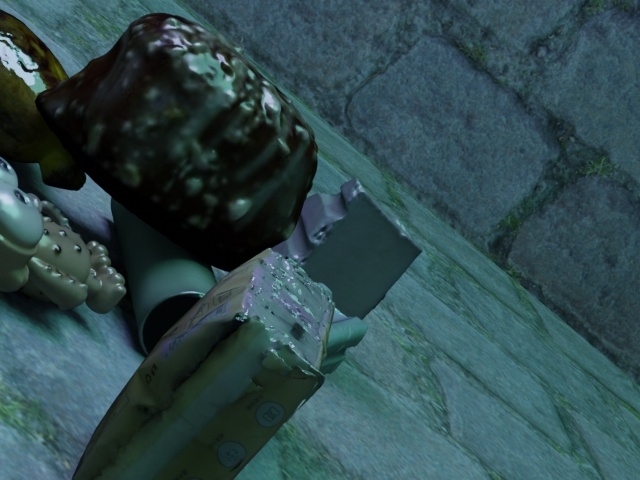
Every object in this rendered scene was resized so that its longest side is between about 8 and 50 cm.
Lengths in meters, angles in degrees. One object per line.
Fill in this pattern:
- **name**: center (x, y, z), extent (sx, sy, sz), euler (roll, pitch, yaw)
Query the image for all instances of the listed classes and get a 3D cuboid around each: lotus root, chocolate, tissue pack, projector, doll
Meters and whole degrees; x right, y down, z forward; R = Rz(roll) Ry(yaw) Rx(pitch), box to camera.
- **lotus root**: center (-0.392, -0.190, 1.676), extent (0.314, 0.141, 0.169), euler (48, 17, 4)
- **chocolate**: center (-0.142, -0.133, 1.596), extent (0.340, 0.210, 0.225), euler (37, 12, -24)
- **tissue pack**: center (-0.109, 0.141, 1.184), extent (0.123, 0.257, 0.215), euler (44, 14, -7)
- **projector**: center (-0.190, 0.026, 1.652), extent (0.108, 0.108, 0.337), euler (35, 15, -29)
- **doll**: center (-0.310, -0.001, 1.377), extent (0.154, 0.119, 0.278), euler (52, 11, 25)

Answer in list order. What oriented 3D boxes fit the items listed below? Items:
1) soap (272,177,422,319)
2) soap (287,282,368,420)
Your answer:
- **soap**: center (0.000, 0.000, 1.959), extent (0.159, 0.258, 0.302), euler (36, 14, -23)
- **soap**: center (-0.067, 0.140, 1.498), extent (0.095, 0.173, 0.289), euler (44, 14, 12)
